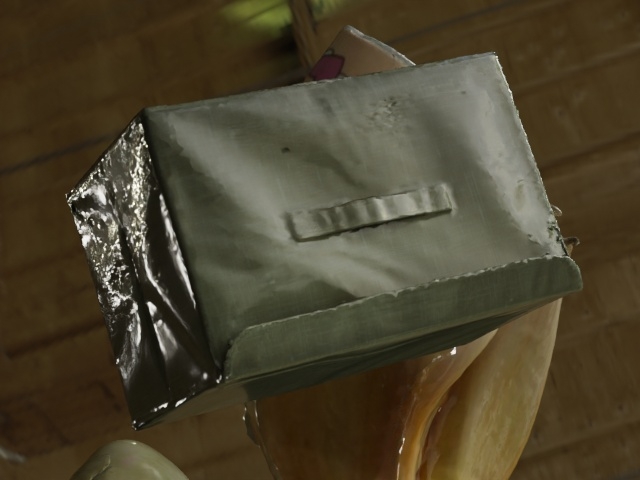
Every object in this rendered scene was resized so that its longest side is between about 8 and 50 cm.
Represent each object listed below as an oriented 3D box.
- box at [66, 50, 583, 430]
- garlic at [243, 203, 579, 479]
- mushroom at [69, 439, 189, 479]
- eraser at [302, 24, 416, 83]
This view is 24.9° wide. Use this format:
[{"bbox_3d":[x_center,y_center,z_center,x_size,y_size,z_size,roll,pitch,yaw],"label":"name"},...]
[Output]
[{"bbox_3d":[0.000,0.000,0.828,0.231,0.155,0.149,-13,-101,-27],"label":"box"},{"bbox_3d":[0.078,0.093,1.111,0.249,0.286,0.313,16,-88,68],"label":"garlic"},{"bbox_3d":[-0.138,0.192,0.882,0.122,0.154,0.154,18,-122,-4],"label":"mushroom"},{"bbox_3d":[0.003,-0.021,1.257,0.290,0.171,0.087,-54,-151,-2],"label":"eraser"}]
